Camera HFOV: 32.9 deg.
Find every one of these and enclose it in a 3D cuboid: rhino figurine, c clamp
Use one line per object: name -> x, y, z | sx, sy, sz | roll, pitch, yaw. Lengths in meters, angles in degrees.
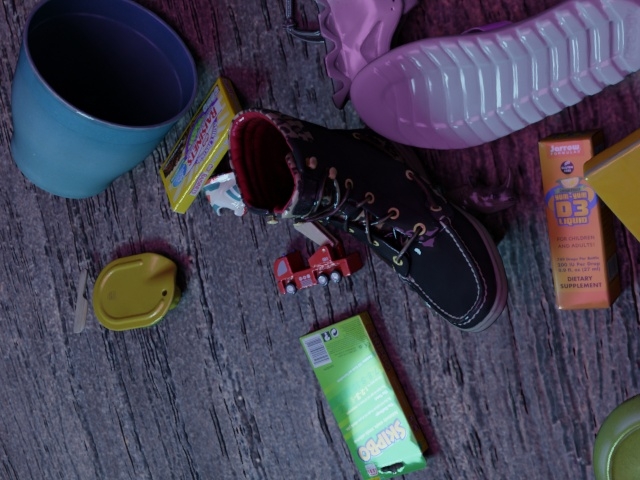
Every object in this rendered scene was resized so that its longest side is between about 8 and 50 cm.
rhino figurine -> 0.197, -0.012, 1.542 | 0.106, 0.073, 0.243 | 40, 117, 11
c clamp -> -0.029, -0.372, 1.606 | 0.137, 0.022, 0.160 | 0, 102, 24

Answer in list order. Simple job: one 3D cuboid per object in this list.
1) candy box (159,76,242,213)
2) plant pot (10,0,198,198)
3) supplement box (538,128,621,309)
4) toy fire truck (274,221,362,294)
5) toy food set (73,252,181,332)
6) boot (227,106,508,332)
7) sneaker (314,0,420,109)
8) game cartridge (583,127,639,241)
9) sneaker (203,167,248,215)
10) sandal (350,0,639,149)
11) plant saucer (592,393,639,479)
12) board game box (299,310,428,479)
candy box -> -0.189, -0.150, 1.720 | 0.206, 0.027, 0.105 | -53, 45, 29
plant pot -> -0.366, -0.209, 1.713 | 0.271, 0.272, 0.255 | 50, 136, 9
supplement box -> 0.347, -0.028, 1.451 | 0.078, 0.080, 0.233 | -5, 99, 28
toy fire truck -> 0.000, 0.000, 1.671 | 0.192, 0.047, 0.135 | -17, 94, 32
toy food set -> -0.320, 0.095, 1.872 | 0.218, 0.071, 0.128 | -9, 74, 29
boot -> 0.057, -0.035, 1.424 | 0.138, 0.284, 0.377 | -52, 49, 29
sneaker -> 0.061, -0.358, 1.508 | 0.146, 0.122, 0.330 | -10, 107, 15
game cartridge -> 0.530, -0.072, 1.293 | 0.324, 0.052, 0.285 | -35, 109, 30
sneaker -> -0.115, -0.081, 1.712 | 0.161, 0.057, 0.075 | -13, 102, 34
sandal -> 0.243, -0.229, 1.443 | 0.416, 0.102, 0.169 | -12, 121, 24
plant saucer -> 0.489, 0.324, 1.487 | 0.241, 0.037, 0.240 | 8, 107, 28
board game box -> 0.072, 0.249, 1.704 | 0.124, 0.039, 0.259 | -24, 88, 33
